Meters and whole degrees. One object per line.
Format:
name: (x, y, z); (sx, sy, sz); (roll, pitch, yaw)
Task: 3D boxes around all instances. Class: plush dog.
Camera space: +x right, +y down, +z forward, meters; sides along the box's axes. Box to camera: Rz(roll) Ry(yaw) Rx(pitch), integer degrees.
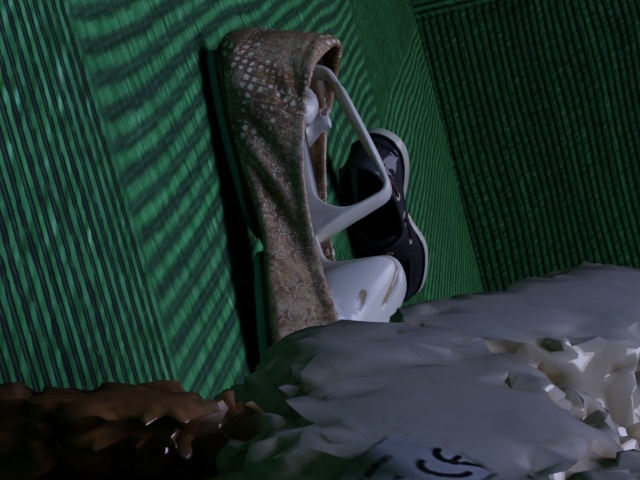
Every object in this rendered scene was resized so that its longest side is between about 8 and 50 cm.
plush dog: (0.023, 0.138, 0.392); (0.262, 0.210, 0.225); (-128, -140, -71)

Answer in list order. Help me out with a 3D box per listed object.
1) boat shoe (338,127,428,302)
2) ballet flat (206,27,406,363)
boat shoe: (0.038, -0.008, 1.162); (0.042, 0.049, 0.133); (-56, 146, -41)
ballet flat: (0.000, 0.000, 0.760); (0.073, 0.067, 0.206); (54, 24, -74)
